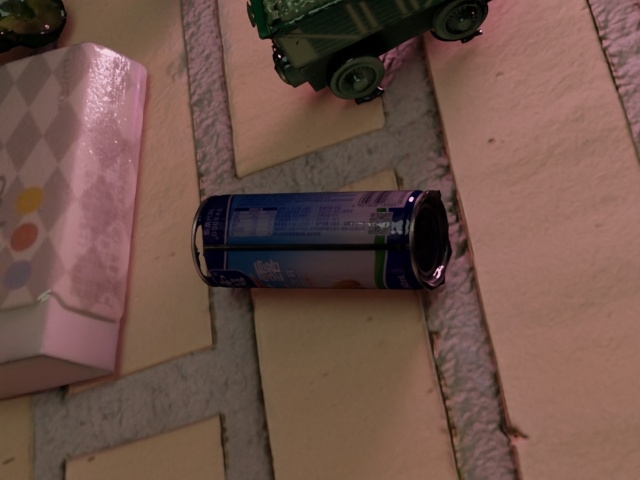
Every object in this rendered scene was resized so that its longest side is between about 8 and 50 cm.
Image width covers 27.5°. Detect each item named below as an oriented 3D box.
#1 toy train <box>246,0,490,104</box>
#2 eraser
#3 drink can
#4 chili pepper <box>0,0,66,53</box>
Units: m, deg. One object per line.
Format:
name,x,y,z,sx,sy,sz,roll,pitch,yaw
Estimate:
toy train,0.064,-0.243,1.323,0.269,0.154,0.115,-23,56,12
eraser,-0.312,-0.027,1.420,0.213,0.082,0.397,-12,56,21
drink can,0.000,0.000,1.243,0.235,0.097,0.097,-1,61,25
chili pepper,-0.428,-0.253,1.549,0.148,0.264,0.116,43,127,10
